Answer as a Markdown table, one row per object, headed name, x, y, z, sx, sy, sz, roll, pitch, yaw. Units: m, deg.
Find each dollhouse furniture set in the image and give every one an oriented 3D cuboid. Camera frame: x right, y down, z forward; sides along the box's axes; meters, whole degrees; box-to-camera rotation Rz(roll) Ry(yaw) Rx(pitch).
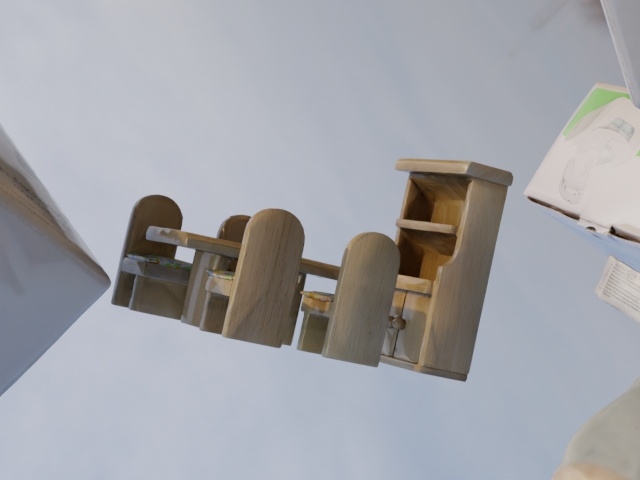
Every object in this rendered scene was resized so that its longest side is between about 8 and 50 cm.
| name | x | y | z | sx | sy | sz | roll | pitch | yaw |
| --- | --- | --- | --- | --- | --- | --- | --- | --- | --- |
| dollhouse furniture set | 0.000 | 0.000 | 1.190 | 0.242 | 0.161 | 0.212 | 13 | 178 | -28 |

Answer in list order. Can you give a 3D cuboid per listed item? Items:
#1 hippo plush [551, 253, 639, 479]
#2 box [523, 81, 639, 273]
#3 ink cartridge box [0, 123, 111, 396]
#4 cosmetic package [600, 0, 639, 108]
| name | x | y | z | sx | sy | sz | roll | pitch | yaw |
| --- | --- | --- | --- | --- | --- | --- | --- | --- | --- |
| hippo plush | 0.275 | 0.158 | 0.945 | 0.236 | 0.234 | 0.294 | 57 | 177 | -32 |
| box | 0.324 | -0.002 | 1.271 | 0.231 | 0.126 | 0.262 | 34 | 179 | -21 |
| ink cartridge box | -0.364 | -0.086 | 1.171 | 0.285 | 0.166 | 0.395 | 43 | -176 | -48 |
| cosmetic package | 0.204 | -0.338 | 0.992 | 0.230 | 0.162 | 0.453 | -83 | -25 | -54 |
